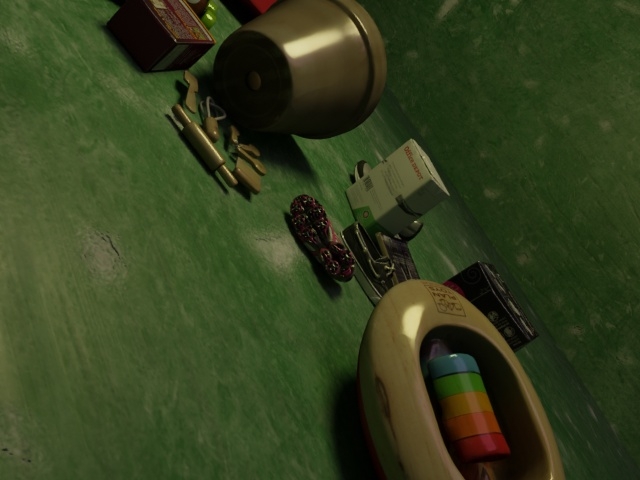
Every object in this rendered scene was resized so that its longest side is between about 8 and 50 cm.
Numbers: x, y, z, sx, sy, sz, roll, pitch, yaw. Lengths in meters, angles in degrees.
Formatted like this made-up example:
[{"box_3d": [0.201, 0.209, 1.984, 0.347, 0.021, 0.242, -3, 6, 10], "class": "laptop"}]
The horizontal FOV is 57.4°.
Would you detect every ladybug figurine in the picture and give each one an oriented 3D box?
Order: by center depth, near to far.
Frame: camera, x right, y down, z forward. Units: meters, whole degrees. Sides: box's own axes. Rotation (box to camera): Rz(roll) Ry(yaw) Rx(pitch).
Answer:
[{"box_3d": [0.181, 0.261, 0.845, 0.304, 0.162, 0.450, 12, 48, -27], "class": "ladybug figurine"}]

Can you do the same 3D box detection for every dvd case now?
[{"box_3d": [0.204, 0.093, 1.387, 0.164, 0.018, 0.221, 15, 52, -59], "class": "dvd case"}]

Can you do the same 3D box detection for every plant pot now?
[{"box_3d": [-0.066, -0.350, 1.215, 0.323, 0.323, 0.280, 54, 37, 1], "class": "plant pot"}]

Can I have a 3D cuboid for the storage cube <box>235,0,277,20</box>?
[{"box_3d": [-0.146, -0.735, 1.685, 0.193, 0.183, 0.215, 44, 1, -23], "class": "storage cube"}]

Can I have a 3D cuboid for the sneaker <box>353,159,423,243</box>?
[{"box_3d": [0.184, -0.112, 1.591, 0.272, 0.108, 0.100, 59, 23, 18], "class": "sneaker"}]

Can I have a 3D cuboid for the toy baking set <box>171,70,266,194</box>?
[{"box_3d": [-0.185, -0.187, 1.031, 0.256, 0.030, 0.197, 51, 18, -7], "class": "toy baking set"}]

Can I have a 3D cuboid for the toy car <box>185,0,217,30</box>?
[{"box_3d": [-0.252, -0.587, 1.284, 0.155, 0.188, 0.149, 40, 24, -31], "class": "toy car"}]

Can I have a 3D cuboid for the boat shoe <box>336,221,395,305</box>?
[{"box_3d": [0.115, 0.062, 1.214, 0.219, 0.070, 0.077, 55, 21, 4], "class": "boat shoe"}]

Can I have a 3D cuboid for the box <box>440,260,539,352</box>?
[{"box_3d": [0.239, 0.170, 1.058, 0.163, 0.247, 0.142, 61, 21, 17], "class": "box"}]

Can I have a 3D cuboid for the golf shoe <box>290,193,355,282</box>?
[{"box_3d": [0.000, 0.000, 1.096, 0.186, 0.067, 0.086, 59, -5, 16], "class": "golf shoe"}]

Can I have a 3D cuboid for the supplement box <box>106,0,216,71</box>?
[{"box_3d": [-0.276, -0.369, 1.041, 0.104, 0.080, 0.188, 51, 20, -7], "class": "supplement box"}]

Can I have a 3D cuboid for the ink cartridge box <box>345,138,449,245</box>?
[{"box_3d": [0.185, -0.117, 1.434, 0.092, 0.219, 0.160, 34, 28, -41], "class": "ink cartridge box"}]
